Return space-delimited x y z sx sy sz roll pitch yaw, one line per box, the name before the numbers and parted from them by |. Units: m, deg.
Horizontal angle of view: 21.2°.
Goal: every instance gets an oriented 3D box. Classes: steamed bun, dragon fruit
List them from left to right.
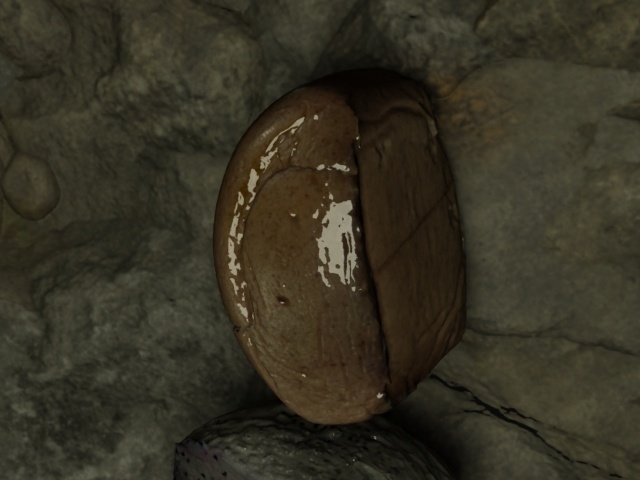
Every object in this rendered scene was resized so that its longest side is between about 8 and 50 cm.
dragon fruit | -0.005 0.254 1.649 0.221 0.204 0.283 41 142 27
steamed bun | 0.000 0.000 1.533 0.199 0.251 0.301 -2 106 27
